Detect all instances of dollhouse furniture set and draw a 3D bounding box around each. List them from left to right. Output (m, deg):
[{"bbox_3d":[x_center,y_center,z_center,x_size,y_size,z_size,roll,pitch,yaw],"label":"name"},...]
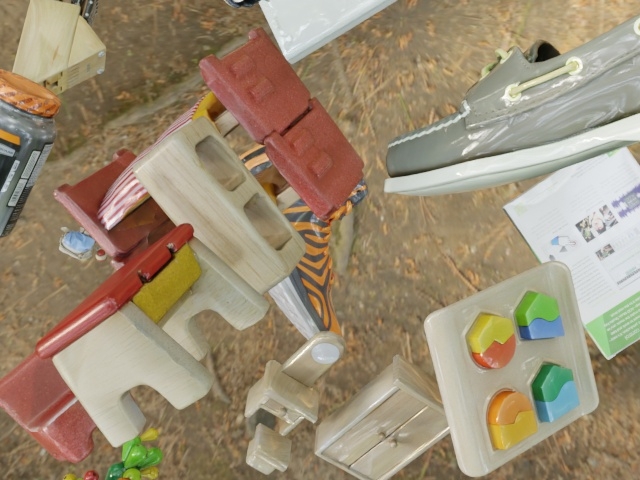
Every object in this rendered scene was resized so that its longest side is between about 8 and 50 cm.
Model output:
[{"bbox_3d":[-0.124,-0.002,0.648,0.201,0.374,0.152,-35,99,27],"label":"dollhouse furniture set"},{"bbox_3d":[0.061,0.311,0.999,0.303,0.356,0.174,33,122,-18],"label":"dollhouse furniture set"}]

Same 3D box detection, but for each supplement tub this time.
[{"bbox_3d":[-0.403,-0.108,1.123,0.117,0.117,0.190,28,102,-2],"label":"supplement tub"}]

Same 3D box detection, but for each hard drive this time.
[{"bbox_3d":[0.028,-0.509,1.764,0.307,0.040,0.203,-28,76,14],"label":"hard drive"}]

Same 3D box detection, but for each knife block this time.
[{"bbox_3d":[-0.543,-0.414,1.773,0.275,0.088,0.242,-35,81,-25],"label":"knife block"}]

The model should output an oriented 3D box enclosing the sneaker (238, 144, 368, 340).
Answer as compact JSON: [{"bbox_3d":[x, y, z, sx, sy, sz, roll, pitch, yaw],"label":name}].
[{"bbox_3d":[0.000,0.000,1.232,0.180,0.124,0.321,-34,123,-14],"label":"sneaker"}]

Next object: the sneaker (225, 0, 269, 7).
[{"bbox_3d":[-0.166,-0.456,1.488,0.153,0.235,0.094,36,91,39],"label":"sneaker"}]

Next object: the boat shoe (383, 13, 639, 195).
[{"bbox_3d":[0.167,-0.096,0.622,0.305,0.109,0.091,-14,87,40],"label":"boat shoe"}]

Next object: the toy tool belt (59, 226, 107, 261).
[{"bbox_3d":[-0.408,0.005,1.562,0.083,0.052,0.051,17,136,-1],"label":"toy tool belt"}]

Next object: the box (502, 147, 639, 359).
[{"bbox_3d":[0.500,0.009,1.568,0.232,0.058,0.322,-34,85,10],"label":"box"}]

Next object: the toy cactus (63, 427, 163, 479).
[{"bbox_3d":[-0.347,0.386,1.456,0.112,0.219,0.180,43,108,6],"label":"toy cactus"}]

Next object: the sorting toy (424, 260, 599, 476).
[{"bbox_3d":[0.225,0.141,1.019,0.208,0.038,0.193,-19,98,-29],"label":"sorting toy"}]
